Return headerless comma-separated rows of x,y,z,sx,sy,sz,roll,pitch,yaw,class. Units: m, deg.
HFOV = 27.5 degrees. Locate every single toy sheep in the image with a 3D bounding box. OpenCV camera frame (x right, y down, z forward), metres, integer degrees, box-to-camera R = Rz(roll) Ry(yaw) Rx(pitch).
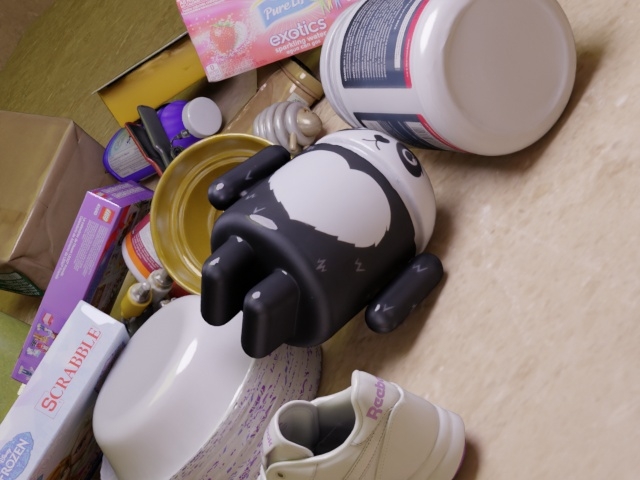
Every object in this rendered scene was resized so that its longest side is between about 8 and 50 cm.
-0.054,-0.152,1.841,0.132,0.091,0.091,-11,44,31,toy sheep

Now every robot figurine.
-0.001,-0.003,1.358,0.278,0.209,0.174,-39,13,-32,robot figurine

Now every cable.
-0.251,0.109,1.782,0.287,0.139,0.072,-33,75,44,cable

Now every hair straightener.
-0.246,-0.142,2.119,0.089,0.047,0.230,-50,50,27,hair straightener

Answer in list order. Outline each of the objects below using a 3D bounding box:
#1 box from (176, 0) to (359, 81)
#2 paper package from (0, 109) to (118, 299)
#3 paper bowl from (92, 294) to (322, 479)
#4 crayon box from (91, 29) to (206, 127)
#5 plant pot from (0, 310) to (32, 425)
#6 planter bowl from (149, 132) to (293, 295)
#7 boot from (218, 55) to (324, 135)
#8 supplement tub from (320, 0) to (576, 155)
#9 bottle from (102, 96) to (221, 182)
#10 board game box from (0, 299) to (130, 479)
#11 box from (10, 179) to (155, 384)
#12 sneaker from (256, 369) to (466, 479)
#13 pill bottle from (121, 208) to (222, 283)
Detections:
-0.051,-0.364,1.917,0.300,0.142,0.154,-18,30,5,box
-0.571,-0.072,2.386,0.325,0.168,0.309,9,68,33,paper package
-0.144,0.175,1.463,0.284,0.148,0.284,-42,24,24,paper bowl
-0.274,-0.296,2.297,0.203,0.083,0.323,-32,10,7,crayon box
-0.568,0.199,2.068,0.276,0.254,0.276,-40,27,25,plant pot
-0.103,-0.025,1.684,0.217,0.217,0.090,-50,-13,4,planter bowl
-0.123,-0.173,1.995,0.269,0.089,0.236,-50,23,8,boot
0.130,-0.192,1.425,0.191,0.191,0.272,-56,24,-9,supplement tub
-0.272,-0.179,2.265,0.283,0.092,0.118,-18,35,53,bottle
-0.329,0.259,1.590,0.318,0.066,0.318,-60,-8,-16,board game box
-0.337,0.060,1.895,0.201,0.057,0.293,-40,-25,-79,box
-0.018,0.212,1.173,0.305,0.152,0.114,-41,28,28,sneaker
-0.165,-0.027,1.818,0.221,0.121,0.121,-42,25,22,pill bottle
